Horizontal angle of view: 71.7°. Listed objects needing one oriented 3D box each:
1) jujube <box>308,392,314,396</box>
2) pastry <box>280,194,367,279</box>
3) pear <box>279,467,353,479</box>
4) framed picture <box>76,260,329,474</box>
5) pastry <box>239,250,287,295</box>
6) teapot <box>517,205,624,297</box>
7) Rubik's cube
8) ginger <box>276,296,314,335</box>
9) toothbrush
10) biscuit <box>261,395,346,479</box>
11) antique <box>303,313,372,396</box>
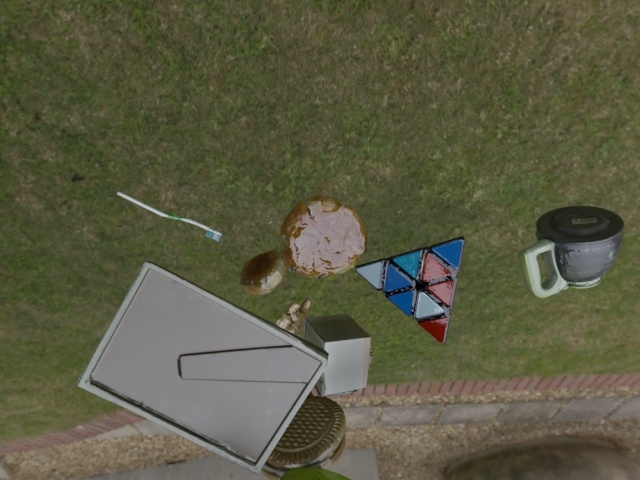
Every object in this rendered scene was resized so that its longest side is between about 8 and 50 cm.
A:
[{"bbox_3d":[-0.149,0.593,1.639,0.223,0.223,0.318,-31,100,27],"label":"jujube"},{"bbox_3d":[0.000,0.000,1.104,0.229,0.100,0.218,-42,110,6],"label":"pastry"},{"bbox_3d":[0.058,0.639,0.836,0.318,0.238,0.342,-8,95,14],"label":"pear"},{"bbox_3d":[-0.144,0.162,0.551,0.260,0.023,0.188,29,96,-7],"label":"framed picture"},{"bbox_3d":[-0.216,0.128,1.696,0.193,0.182,0.093,-14,128,29],"label":"pastry"},{"bbox_3d":[0.800,0.054,1.397,0.240,0.322,0.239,11,126,42],"label":"teapot"},{"bbox_3d":[0.288,0.128,1.063,0.285,0.234,0.250,-5,167,-33],"label":"Rubik's cube"},{"bbox_3d":[-0.099,0.306,1.783,0.065,0.258,0.149,15,135,28],"label":"ginger"},{"bbox_3d":[-0.420,-0.071,1.247,0.304,0.030,0.030,26,130,-21],"label":"toothbrush"},{"bbox_3d":[-0.050,0.516,1.166,0.259,0.259,0.079,-13,107,10],"label":"biscuit"},{"bbox_3d":[0.042,0.279,1.097,0.148,0.147,0.151,-3,107,-21],"label":"antique"}]
